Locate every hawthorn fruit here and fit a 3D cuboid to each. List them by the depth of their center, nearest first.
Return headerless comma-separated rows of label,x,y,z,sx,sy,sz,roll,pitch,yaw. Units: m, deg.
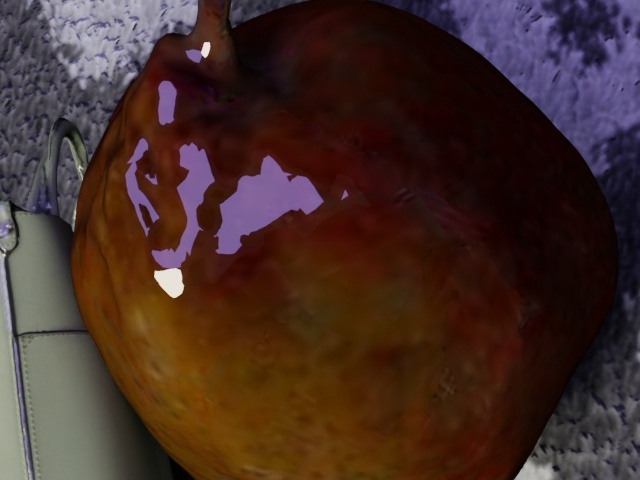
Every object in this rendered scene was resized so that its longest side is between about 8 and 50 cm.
hawthorn fruit,0.008,0.015,0.956,0.308,0.325,0.308,-3,85,30

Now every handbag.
handbag,-0.168,0.078,1.056,0.109,0.241,0.315,-12,80,3
